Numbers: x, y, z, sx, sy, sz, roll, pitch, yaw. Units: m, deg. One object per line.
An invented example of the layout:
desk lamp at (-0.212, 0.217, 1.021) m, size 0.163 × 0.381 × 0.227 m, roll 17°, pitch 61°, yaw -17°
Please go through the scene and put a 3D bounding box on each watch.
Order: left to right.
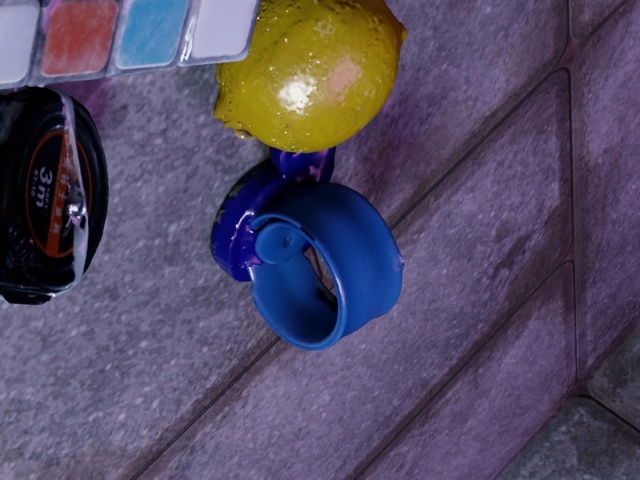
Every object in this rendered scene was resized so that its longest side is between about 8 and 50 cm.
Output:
watch at (-0.005, 0.008, 1.484) m, size 0.171 × 0.200 × 0.196 m, roll -32°, pitch 148°, yaw -28°

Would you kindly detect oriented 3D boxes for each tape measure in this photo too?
tape measure at (-0.254, -0.038, 1.126) m, size 0.181 × 0.107 × 0.182 m, roll 37°, pitch 57°, yaw -68°

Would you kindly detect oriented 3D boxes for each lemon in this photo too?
lemon at (-0.014, -0.174, 1.312) m, size 0.206 × 0.173 × 0.173 m, roll -38°, pitch 150°, yaw 2°

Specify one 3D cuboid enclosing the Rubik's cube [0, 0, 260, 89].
Rubik's cube at (-0.187, -0.266, 0.875) m, size 0.253 × 0.256 × 0.259 m, roll -16°, pitch 132°, yaw -45°
